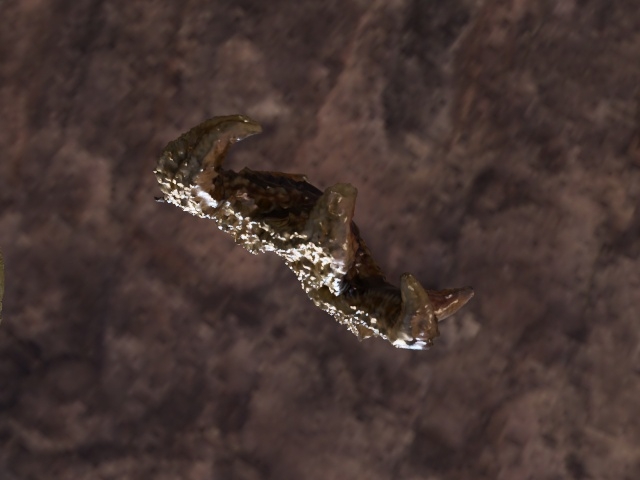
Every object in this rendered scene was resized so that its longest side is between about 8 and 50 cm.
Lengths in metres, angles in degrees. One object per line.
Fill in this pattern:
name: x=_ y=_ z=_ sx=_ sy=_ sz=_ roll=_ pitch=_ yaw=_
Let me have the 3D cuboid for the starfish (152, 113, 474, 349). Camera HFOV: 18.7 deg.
starfish: x=-0.002 y=0.001 z=0.965 sx=0.071 sy=0.238 sz=0.216 roll=-48 pitch=-63 yaw=2

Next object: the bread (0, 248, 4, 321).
bread: x=-0.299 y=0.041 z=0.944 sx=0.207 sy=0.286 sz=0.056 roll=46 pitch=-26 yaw=-8
